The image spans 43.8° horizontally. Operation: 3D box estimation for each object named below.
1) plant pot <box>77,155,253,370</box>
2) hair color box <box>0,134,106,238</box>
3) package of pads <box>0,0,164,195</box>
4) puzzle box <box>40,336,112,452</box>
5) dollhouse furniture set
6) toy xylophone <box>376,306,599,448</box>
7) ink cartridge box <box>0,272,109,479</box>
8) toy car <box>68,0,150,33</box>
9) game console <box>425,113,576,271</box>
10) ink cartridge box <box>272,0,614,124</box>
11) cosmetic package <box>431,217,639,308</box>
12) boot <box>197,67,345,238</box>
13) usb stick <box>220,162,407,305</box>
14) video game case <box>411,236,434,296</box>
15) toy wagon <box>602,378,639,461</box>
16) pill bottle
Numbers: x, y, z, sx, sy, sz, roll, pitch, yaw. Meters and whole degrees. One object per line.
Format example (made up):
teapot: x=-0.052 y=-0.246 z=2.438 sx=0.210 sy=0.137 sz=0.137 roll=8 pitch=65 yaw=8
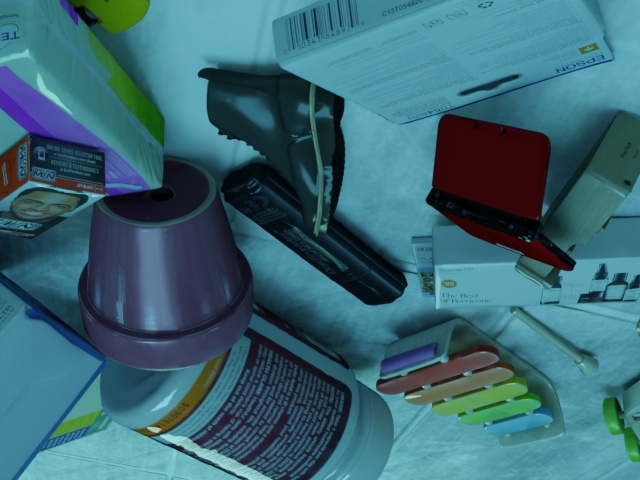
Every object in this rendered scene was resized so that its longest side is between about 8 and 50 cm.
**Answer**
plant pot: x=-0.177 y=0.014 z=0.897 sx=0.201 sy=0.201 sz=0.180 roll=5 pitch=129 yaw=3
hair color box: x=-0.257 y=-0.043 z=0.706 sx=0.072 sy=0.043 sz=0.141 roll=10 pitch=157 yaw=-43
package of pads: x=-0.292 y=-0.115 z=0.706 sx=0.229 sy=0.101 sz=0.296 roll=-6 pitch=163 yaw=7
puzzle box: x=-0.435 y=0.263 z=1.276 sx=0.272 sy=0.052 sz=0.409 roll=-14 pitch=158 yaw=-35
dollhouse furniture set: x=0.343 y=0.016 z=0.774 sx=0.242 sy=0.212 sz=0.161 roll=33 pitch=144 yaw=9
toy xylophone: x=0.245 y=0.197 z=1.147 sx=0.322 sy=0.081 sz=0.236 roll=28 pitch=140 yaw=-26
ink cartridge box: x=-0.482 y=0.146 z=0.976 sx=0.395 sy=0.270 sz=0.151 roll=23 pitch=160 yaw=41
toy car: x=-0.259 y=-0.255 z=0.602 sx=0.225 sy=0.053 sz=0.239 roll=-9 pitch=144 yaw=-4
game console: x=0.178 y=-0.046 z=0.762 sx=0.124 sy=0.085 sz=0.144 roll=31 pitch=177 yaw=-37
ink cartridge box: x=0.111 y=-0.167 z=0.662 sx=0.223 sy=0.045 sz=0.224 roll=-14 pitch=168 yaw=27
cosmetic package: x=0.249 y=0.029 z=0.916 sx=0.239 sy=0.060 sz=0.099 roll=-3 pitch=142 yaw=8
boot: x=-0.047 y=-0.093 z=0.817 sx=0.137 sy=0.077 sz=0.198 roll=8 pitch=132 yaw=8
usb stick: x=0.000 y=0.000 z=0.951 sx=0.077 sy=0.045 sz=0.278 roll=-16 pitch=139 yaw=41
video game case: x=0.164 y=0.034 z=0.995 sx=0.087 sy=0.011 sz=0.122 roll=-3 pitch=143 yaw=14
toy wagon: x=0.599 y=0.286 z=1.216 sx=0.267 sy=0.068 sz=0.344 roll=-14 pitch=140 yaw=29
pill bottle: x=-0.089 y=0.221 z=1.124 sx=0.224 sy=0.224 sz=0.392 roll=-24 pitch=133 yaw=37
